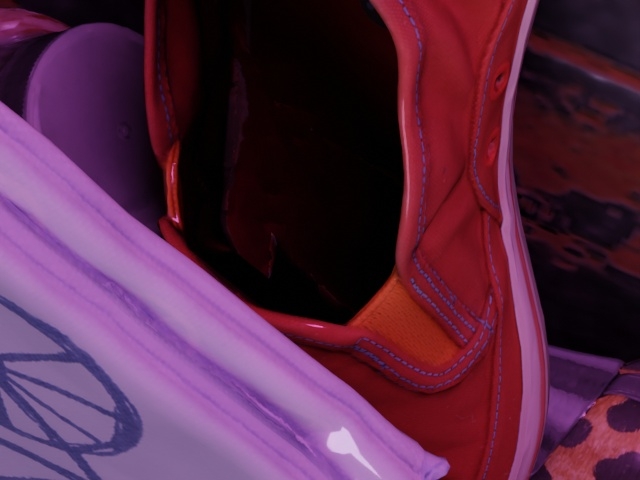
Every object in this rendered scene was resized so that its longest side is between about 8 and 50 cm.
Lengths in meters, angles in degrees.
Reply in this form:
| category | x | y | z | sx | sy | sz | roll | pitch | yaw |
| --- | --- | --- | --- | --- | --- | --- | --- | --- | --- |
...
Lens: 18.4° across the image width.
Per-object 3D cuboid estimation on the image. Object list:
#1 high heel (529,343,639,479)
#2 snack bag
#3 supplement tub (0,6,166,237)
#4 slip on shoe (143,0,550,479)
| category | x | y | z | sx | sy | sz | roll | pitch | yaw |
| --- | --- | --- | --- | --- | --- | --- | --- | --- | --- |
| high heel | 0.075 | 0.138 | 0.719 | 0.186 | 0.093 | 0.261 | 20 | 136 | 25 |
| snack bag | -0.073 | 0.083 | 0.621 | 0.342 | 0.037 | 0.323 | 42 | 150 | -27 |
| supplement tub | -0.128 | -0.017 | 0.664 | 0.198 | 0.106 | 0.106 | -13 | 127 | 44 |
| slip on shoe | 0.000 | 0.000 | 0.557 | 0.123 | 0.101 | 0.331 | 27 | 139 | 24 |
